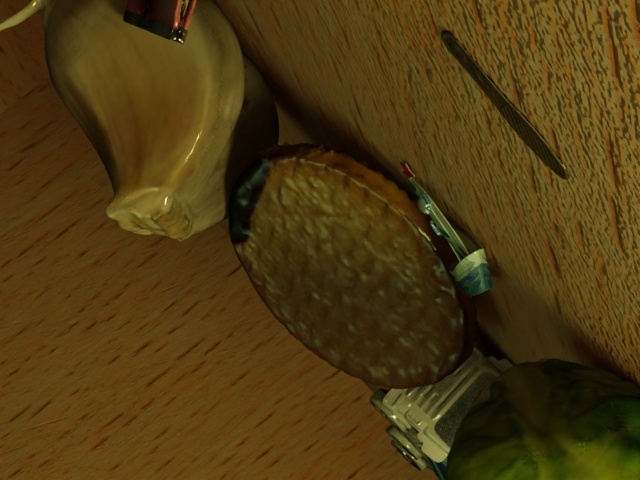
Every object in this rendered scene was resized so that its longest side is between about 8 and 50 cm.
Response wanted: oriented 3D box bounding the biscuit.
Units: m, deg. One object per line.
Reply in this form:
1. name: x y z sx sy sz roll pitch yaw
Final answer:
1. biscuit: 0.032 0.030 1.686 0.318 0.040 0.318 27 142 24

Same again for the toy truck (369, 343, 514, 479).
1. toy truck: 0.181 0.229 1.920 0.175 0.146 0.367 39 172 22

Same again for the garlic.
1. garlic: -0.187 -0.173 1.802 0.340 0.246 0.231 47 -170 23

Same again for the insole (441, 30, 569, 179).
1. insole: 0.127 -0.094 1.092 0.135 0.002 0.045 50 173 1

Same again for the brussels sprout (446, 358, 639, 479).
1. brussels sprout: 0.211 0.209 1.345 0.271 0.219 0.210 -107 3 -53

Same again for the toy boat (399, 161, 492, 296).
1. toy boat: 0.126 -0.009 1.495 0.149 0.034 0.105 66 171 -19

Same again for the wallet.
1. wallet: -0.154 -0.266 1.578 0.025 0.119 0.232 13 -173 -21
